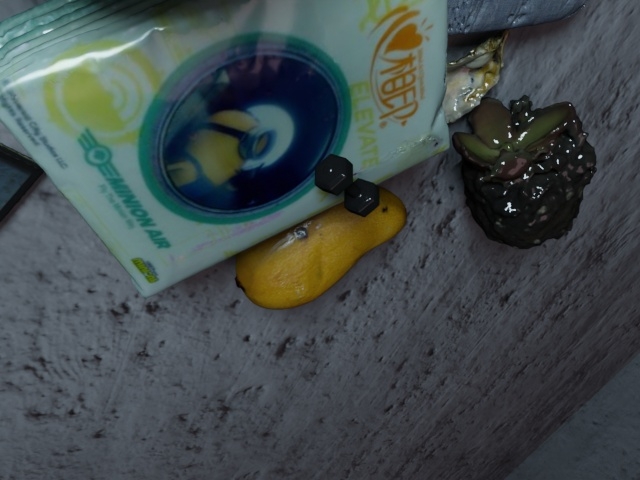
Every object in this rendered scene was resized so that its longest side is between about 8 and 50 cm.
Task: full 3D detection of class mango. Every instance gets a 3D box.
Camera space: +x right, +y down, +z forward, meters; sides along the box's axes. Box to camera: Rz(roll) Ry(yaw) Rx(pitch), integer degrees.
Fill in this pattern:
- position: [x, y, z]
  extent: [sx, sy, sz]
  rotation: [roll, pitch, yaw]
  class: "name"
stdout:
- position: [-0.003, -0.002, 0.773]
  extent: [0.262, 0.109, 0.157]
  rotation: [-31, 131, -11]
  class: "mango"

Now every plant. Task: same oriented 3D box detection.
- position: [0.296, -0.113, 0.809]
  extent: [0.204, 0.178, 0.234]
  rotation: [-22, 131, 3]
  class: "plant"

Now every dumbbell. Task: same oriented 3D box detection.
- position: [0.028, -0.054, 0.546]
  extent: [0.040, 0.036, 0.083]
  rotation: [-40, 145, 14]
  class: "dumbbell"

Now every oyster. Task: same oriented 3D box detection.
- position: [0.182, -0.213, 0.727]
  extent: [0.121, 0.045, 0.146]
  rotation: [-7, 141, -33]
  class: "oyster"

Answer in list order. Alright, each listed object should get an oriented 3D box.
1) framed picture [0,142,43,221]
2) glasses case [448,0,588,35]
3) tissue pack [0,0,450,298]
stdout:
- position: [-0.481, -0.009, 0.510]
  extent: [0.347, 0.016, 0.265]
  rotation: [-43, 139, 10]
  class: "framed picture"
- position: [0.223, -0.307, 0.643]
  extent: [0.282, 0.067, 0.109]
  rotation: [-14, 139, -20]
  class: "glasses case"
- position: [-0.069, -0.140, 0.542]
  extent: [0.387, 0.162, 0.287]
  rotation: [-27, 143, -8]
  class: "tissue pack"
